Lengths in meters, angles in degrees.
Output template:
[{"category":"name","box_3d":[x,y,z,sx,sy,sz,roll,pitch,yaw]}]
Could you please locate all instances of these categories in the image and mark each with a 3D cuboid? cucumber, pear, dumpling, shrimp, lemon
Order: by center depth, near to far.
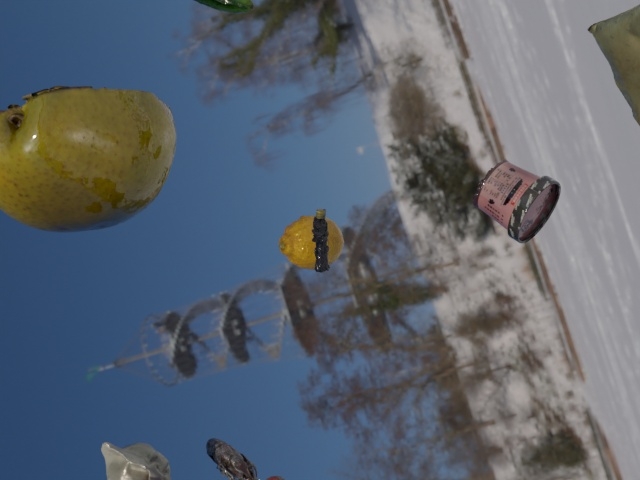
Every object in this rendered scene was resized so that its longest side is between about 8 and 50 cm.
[{"category":"pear","box_3d":[-0.399,-0.111,1.495,0.386,0.340,0.191,5,-111,-72]},{"category":"dumpling","box_3d":[-0.312,0.419,1.580,0.188,0.127,0.108,61,-139,-27]},{"category":"shrimp","box_3d":[-0.158,0.420,1.646,0.165,0.056,0.065,36,150,35]},{"category":"cucumber","box_3d":[-0.238,-0.480,1.668,0.056,0.250,0.056,-63,-6,-12]},{"category":"lemon","box_3d":[-0.023,0.005,2.262,0.187,0.142,0.142,-8,-102,-35]}]

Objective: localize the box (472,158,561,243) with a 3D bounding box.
[{"category":"box","box_3d":[0.414,-0.091,1.891,0.135,0.151,0.151,36,177,27]}]

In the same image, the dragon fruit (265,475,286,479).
[{"category":"dragon fruit","box_3d":[-0.054,0.531,1.583,0.243,0.227,0.307,-44,-22,-39]}]

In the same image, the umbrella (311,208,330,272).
[{"category":"umbrella","box_3d":[0.000,0.000,1.965,0.037,0.040,0.144,-94,2,-72]}]

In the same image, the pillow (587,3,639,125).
[{"category":"pillow","box_3d":[0.593,-0.278,1.545,0.302,0.075,0.185,61,155,-7]}]
